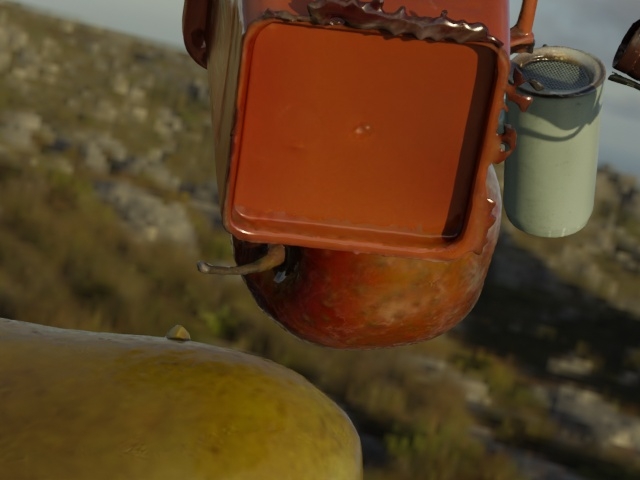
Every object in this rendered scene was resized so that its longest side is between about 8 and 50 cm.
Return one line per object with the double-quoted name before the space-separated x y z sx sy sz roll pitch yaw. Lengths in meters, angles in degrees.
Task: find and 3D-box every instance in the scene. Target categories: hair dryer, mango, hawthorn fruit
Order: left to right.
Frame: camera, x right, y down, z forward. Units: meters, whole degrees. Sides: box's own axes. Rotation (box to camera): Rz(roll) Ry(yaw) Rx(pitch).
"mango" -0.189 0.166 1.019 0.445 0.301 0.220 -14 -36 7
"hawthorn fruit" 0.026 -0.015 1.703 0.262 0.231 0.235 -3 -33 -1
"hair dryer" 0.091 -0.085 1.443 0.236 0.131 0.073 10 36 15

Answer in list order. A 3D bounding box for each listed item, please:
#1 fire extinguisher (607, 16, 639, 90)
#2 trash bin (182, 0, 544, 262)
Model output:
"fire extinguisher" 0.251 -0.095 1.219 0.132 0.056 0.039 27 -6 -3
"trash bin" 0.030 -0.100 0.894 0.184 0.161 0.239 5 33 -6
